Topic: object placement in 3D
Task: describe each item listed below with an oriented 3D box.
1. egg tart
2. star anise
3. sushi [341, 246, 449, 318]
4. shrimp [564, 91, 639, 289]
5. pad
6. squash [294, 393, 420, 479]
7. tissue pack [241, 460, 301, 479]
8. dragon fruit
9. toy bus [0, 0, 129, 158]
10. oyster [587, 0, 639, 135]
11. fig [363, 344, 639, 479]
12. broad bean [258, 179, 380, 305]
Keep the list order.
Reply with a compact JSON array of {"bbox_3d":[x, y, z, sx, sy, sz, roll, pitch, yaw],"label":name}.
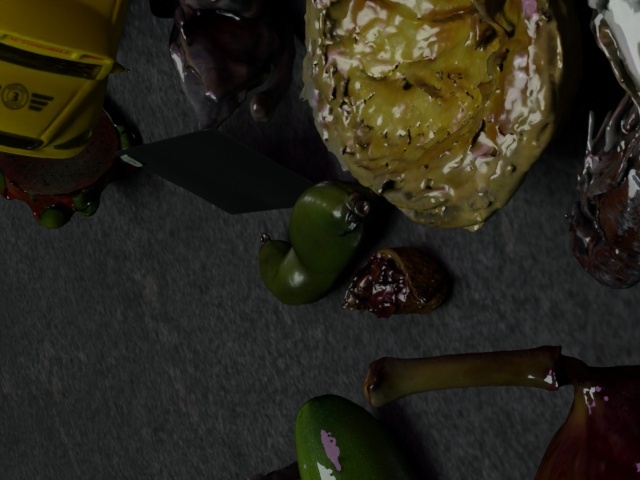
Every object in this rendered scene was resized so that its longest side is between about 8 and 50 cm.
[{"bbox_3d":[0.077,-0.121,0.998,0.252,0.098,0.232,-9,91,58],"label":"egg tart"},{"bbox_3d":[-0.068,-0.166,1.239,0.209,0.089,0.231,113,140,-67],"label":"star anise"},{"bbox_3d":[0.049,0.030,1.174,0.099,0.047,0.050,-29,76,60],"label":"sushi"},{"bbox_3d":[0.167,-0.040,0.910,0.065,0.056,0.165,53,144,45],"label":"shrimp"},{"bbox_3d":[-0.073,-0.049,1.309,0.193,0.116,0.004,-6,59,61],"label":"pad"},{"bbox_3d":[0.061,0.241,1.226,0.292,0.082,0.082,64,151,17],"label":"squash"},{"bbox_3d":[-0.013,0.377,1.305,0.370,0.210,0.198,55,144,30],"label":"tissue pack"},{"bbox_3d":[-0.231,-0.078,1.578,0.175,0.138,0.142,114,160,-79],"label":"dragon fruit"},{"bbox_3d":[-0.190,-0.223,1.241,0.152,0.144,0.330,-160,84,-70],"label":"toy bus"},{"bbox_3d":[0.217,-0.092,0.765,0.223,0.083,0.214,-10,99,57],"label":"oyster"},{"bbox_3d":[0.172,0.124,0.830,0.203,0.186,0.250,-21,97,57],"label":"fig"},{"bbox_3d":[0.000,0.000,1.245,0.070,0.048,0.213,68,155,7],"label":"broad bean"}]
